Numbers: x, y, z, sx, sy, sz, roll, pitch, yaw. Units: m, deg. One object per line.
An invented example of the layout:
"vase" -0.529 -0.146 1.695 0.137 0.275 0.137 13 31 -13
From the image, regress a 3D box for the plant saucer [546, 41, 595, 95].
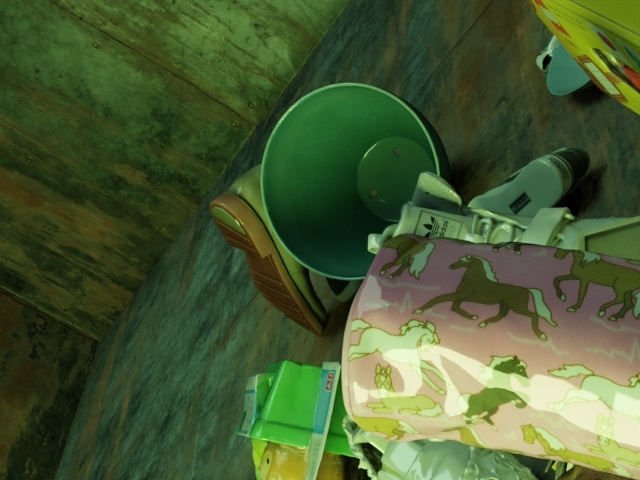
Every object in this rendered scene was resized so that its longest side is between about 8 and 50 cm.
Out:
"plant saucer" 0.378 -0.268 1.560 0.195 0.037 0.195 -51 19 25

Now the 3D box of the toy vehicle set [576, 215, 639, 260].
"toy vehicle set" 0.340 0.024 0.941 0.267 0.035 0.166 -16 35 24

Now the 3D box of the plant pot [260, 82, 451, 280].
"plant pot" 0.081 -0.091 1.801 0.290 0.290 0.195 -54 -19 19

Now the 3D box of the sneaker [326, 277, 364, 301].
"sneaker" 0.000 0.000 2.027 0.104 0.147 0.295 -52 19 18

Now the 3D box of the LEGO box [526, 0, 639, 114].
"LEGO box" 0.415 -0.265 1.030 0.372 0.193 0.500 -42 19 9

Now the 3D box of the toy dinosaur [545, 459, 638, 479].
"toy dinosaur" 0.219 0.233 0.975 0.295 0.127 0.200 -56 16 0

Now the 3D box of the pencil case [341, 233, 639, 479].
"pencil case" 0.213 0.098 0.834 0.386 0.167 0.160 8 71 25

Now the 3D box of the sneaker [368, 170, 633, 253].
"sneaker" 0.198 0.018 1.284 0.366 0.210 0.137 -25 39 63

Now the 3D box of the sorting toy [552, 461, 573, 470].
"sorting toy" 0.231 0.202 1.108 0.044 0.075 0.083 -59 16 3

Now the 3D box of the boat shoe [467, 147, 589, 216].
"boat shoe" 0.263 -0.051 1.485 0.070 0.077 0.219 -29 -6 -32

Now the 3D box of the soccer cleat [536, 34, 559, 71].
"soccer cleat" 0.345 -0.283 1.709 0.083 0.029 0.035 -53 26 33

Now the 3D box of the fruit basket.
"fruit basket" -0.053 0.332 1.544 0.327 0.166 0.352 142 147 -78

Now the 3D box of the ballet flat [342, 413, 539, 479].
"ballet flat" 0.105 0.247 1.254 0.147 0.147 0.409 -61 13 -4

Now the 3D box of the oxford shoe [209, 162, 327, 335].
"oxford shoe" -0.049 0.022 1.916 0.123 0.348 0.130 25 64 40
